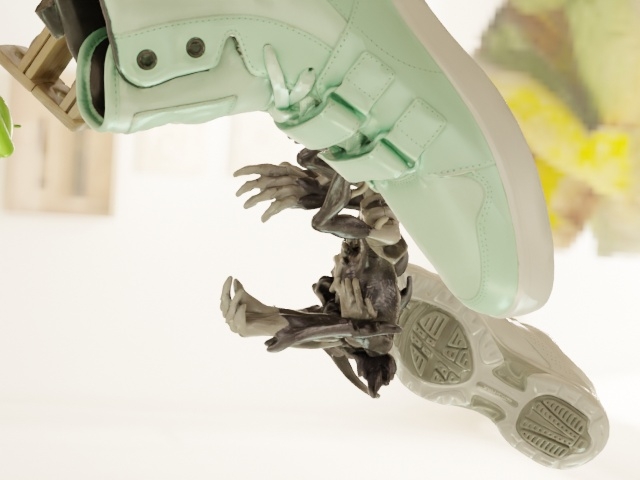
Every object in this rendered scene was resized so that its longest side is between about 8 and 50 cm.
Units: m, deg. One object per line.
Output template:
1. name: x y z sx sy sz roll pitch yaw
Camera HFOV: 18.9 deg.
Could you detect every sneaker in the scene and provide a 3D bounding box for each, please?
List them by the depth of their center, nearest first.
1. sneaker: -0.017 -0.050 0.798 0.151 0.256 0.094 -35 -174 -23
2. sneaker: 0.134 0.093 1.583 0.232 0.090 0.115 38 -160 -6

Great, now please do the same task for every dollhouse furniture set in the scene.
1. dollhouse furniture set: -0.222 -0.203 1.989 0.129 0.129 0.183 43 -162 13

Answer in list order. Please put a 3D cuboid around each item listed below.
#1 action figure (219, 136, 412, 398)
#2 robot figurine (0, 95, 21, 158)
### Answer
1. action figure: 0.000 0.000 1.356 0.141 0.276 0.164 1 -138 -4
2. robot figurine: -0.268 -0.079 1.377 0.101 0.067 0.115 12 -166 29
